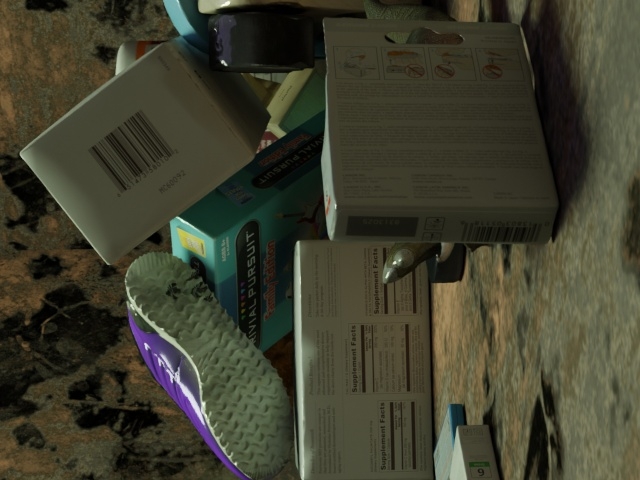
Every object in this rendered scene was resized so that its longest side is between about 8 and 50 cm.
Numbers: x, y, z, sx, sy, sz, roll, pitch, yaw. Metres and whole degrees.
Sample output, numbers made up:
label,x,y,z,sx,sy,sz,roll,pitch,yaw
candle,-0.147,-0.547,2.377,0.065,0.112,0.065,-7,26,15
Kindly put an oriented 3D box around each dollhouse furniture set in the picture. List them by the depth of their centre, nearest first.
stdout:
label,x,y,z,sx,sy,sz,roll,pitch,yaw
dollhouse furniture set,-0.058,-0.178,1.813,0.242,0.161,0.212,21,76,49

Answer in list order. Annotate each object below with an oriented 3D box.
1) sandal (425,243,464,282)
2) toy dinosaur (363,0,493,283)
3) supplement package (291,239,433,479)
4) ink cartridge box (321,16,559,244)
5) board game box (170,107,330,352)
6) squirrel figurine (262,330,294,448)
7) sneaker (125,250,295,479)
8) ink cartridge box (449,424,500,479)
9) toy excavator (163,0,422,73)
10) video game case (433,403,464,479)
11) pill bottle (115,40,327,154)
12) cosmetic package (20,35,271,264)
label,x,y,z,sx,sy,sz,roll,pitch,yaw
sandal,0.095,-0.052,1.256,0.254,0.055,0.097,-97,7,-61
toy dinosaur,0.097,-0.096,0.996,0.160,0.121,0.313,123,152,-63
supplement package,0.042,0.134,1.463,0.204,0.145,0.261,128,142,-85
ink cartridge box,0.073,-0.076,0.858,0.045,0.146,0.179,96,173,-47
board game box,-0.039,-0.007,1.623,0.336,0.079,0.253,-37,-35,-34
squirrel figurine,-0.070,0.094,1.891,0.397,0.281,0.370,-74,-2,-57
sneaker,-0.134,0.159,1.495,0.293,0.102,0.146,57,153,15
ink cartridge box,0.126,0.210,1.016,0.115,0.029,0.062,-96,7,-50
toy excavator,-0.021,-0.297,1.482,0.445,0.433,0.222,7,99,58
video game case,0.125,0.250,1.174,0.119,0.015,0.166,95,173,-57
pill bottle,-0.119,-0.207,2.031,0.224,0.392,0.224,180,90,-87
cosmetic package,-0.180,-0.122,1.431,0.155,0.197,0.365,52,-171,-8
